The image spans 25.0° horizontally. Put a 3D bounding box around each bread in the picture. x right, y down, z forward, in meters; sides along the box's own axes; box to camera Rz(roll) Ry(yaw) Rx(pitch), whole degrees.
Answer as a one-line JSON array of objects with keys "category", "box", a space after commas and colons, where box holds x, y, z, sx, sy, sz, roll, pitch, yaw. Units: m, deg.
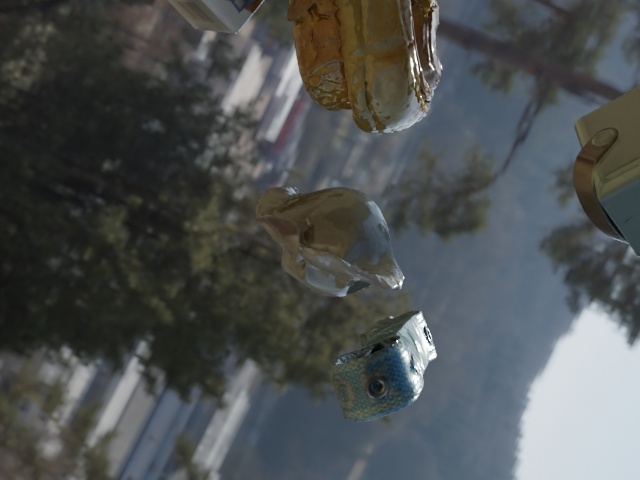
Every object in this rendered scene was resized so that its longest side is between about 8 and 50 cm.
[{"category": "bread", "box": [0.043, -0.214, 1.309, 0.198, 0.120, 0.236, -34, 117, -74]}]

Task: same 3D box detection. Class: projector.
[{"category": "projector", "box": [0.452, -0.107, 1.894, 0.242, 0.163, 0.177, -31, -148, 18]}]

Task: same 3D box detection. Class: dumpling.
[{"category": "dumpling", "box": [0.000, 0.000, 1.425, 0.127, 0.188, 0.108, 2, 122, -34]}]

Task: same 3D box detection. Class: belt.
[{"category": "belt", "box": [0.067, 0.127, 1.512, 0.087, 0.072, 0.302, -24, 180, 9]}]

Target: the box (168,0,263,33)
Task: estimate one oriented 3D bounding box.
[{"category": "box", "box": [-0.192, -0.486, 2.036, 0.225, 0.341, 0.143, -52, -149, -12]}]
